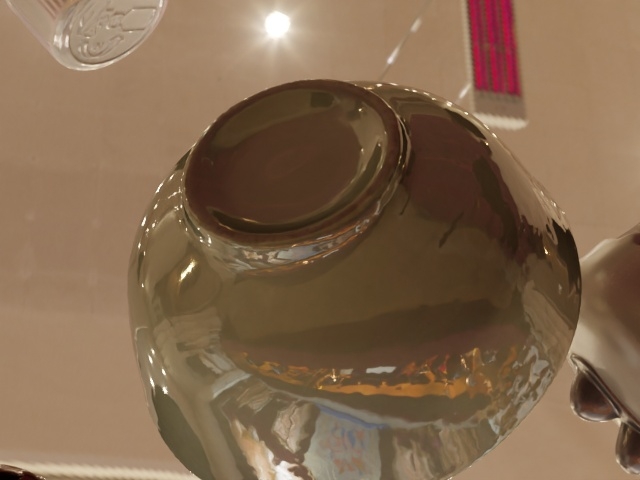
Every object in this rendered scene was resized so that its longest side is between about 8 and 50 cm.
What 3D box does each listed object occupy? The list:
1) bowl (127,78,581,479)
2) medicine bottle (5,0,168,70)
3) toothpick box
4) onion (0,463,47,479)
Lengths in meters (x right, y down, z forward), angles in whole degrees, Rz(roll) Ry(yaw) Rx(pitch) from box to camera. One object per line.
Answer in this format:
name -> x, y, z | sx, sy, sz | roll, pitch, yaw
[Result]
bowl -> 0.000, 0.000, 0.739 | 0.289, 0.146, 0.289 | -12, -132, 13
medicine bottle -> -0.359, -0.384, 1.515 | 0.242, 0.242, 0.395 | -28, -109, -28
toothpick box -> 0.350, 0.063, 1.084 | 0.316, 0.229, 0.229 | -38, -100, -8
onion -> -0.294, 0.326, 1.044 | 0.276, 0.276, 0.276 | 8, -117, -15
